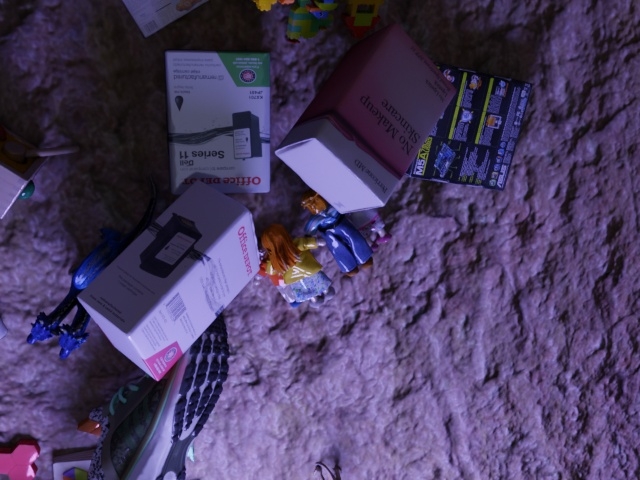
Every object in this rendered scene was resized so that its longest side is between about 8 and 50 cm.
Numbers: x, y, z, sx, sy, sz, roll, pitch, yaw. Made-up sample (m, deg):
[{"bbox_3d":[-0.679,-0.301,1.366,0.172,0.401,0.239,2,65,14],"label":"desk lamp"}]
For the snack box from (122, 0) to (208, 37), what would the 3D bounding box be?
[{"bbox_3d":[-0.194,-0.366,0.938,0.178,0.022,0.064,-32,110,-3],"label":"snack box"}]

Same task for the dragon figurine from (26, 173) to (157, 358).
[{"bbox_3d":[-0.315,0.044,0.965,0.085,0.144,0.289,41,93,-22],"label":"dragon figurine"}]

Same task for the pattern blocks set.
[{"bbox_3d":[-0.372,0.427,1.129,0.324,0.026,0.286,-15,110,-10],"label":"pattern blocks set"}]

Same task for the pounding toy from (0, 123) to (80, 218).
[{"bbox_3d":[-0.436,-0.113,0.905,0.141,0.130,0.100,35,107,-21],"label":"pounding toy"}]

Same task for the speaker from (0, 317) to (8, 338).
[{"bbox_3d":[-0.527,0.093,0.972,0.055,0.055,0.136,-23,110,-7],"label":"speaker"}]

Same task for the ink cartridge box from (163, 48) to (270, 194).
[{"bbox_3d":[-0.153,-0.176,0.971,0.152,0.087,0.209,-3,108,-13],"label":"ink cartridge box"}]

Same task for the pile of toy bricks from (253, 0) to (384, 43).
[{"bbox_3d":[-0.022,-0.341,0.957,0.212,0.118,0.105,-10,131,-29],"label":"pile of toy bricks"}]

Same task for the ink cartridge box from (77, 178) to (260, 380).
[{"bbox_3d":[-0.202,0.057,0.930,0.100,0.172,0.237,32,64,19],"label":"ink cartridge box"}]

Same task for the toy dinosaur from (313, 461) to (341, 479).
[{"bbox_3d":[0.024,0.456,1.204,0.053,0.092,0.183,-17,110,-10],"label":"toy dinosaur"}]

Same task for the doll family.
[{"bbox_3d":[0.000,0.000,1.047,0.263,0.118,0.163,-37,111,-1],"label":"doll family"}]

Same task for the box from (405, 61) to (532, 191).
[{"bbox_3d":[0.246,-0.188,1.095,0.184,0.045,0.191,7,105,-14],"label":"box"}]

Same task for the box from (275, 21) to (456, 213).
[{"bbox_3d":[0.069,-0.177,0.965,0.148,0.126,0.232,41,69,-21],"label":"box"}]

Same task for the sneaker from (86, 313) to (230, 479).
[{"bbox_3d":[-0.285,0.272,1.030,0.181,0.158,0.411,18,78,18],"label":"sneaker"}]
